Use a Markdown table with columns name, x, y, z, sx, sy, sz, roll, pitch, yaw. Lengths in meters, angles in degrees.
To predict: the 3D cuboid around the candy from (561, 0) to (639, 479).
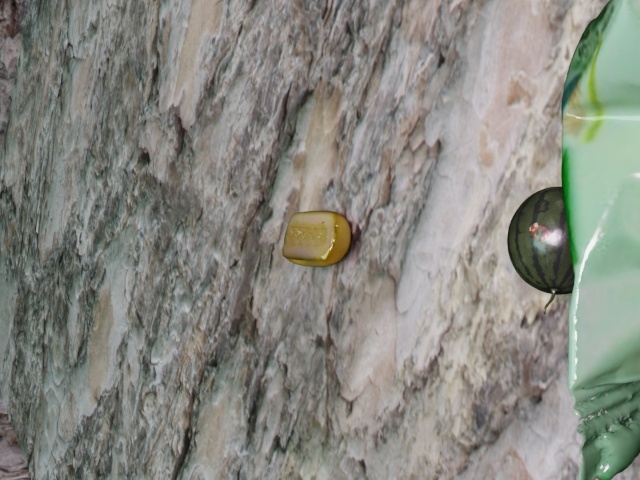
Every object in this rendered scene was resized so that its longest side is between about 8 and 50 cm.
| name | x | y | z | sx | sy | sz | roll | pitch | yaw |
| --- | --- | --- | --- | --- | --- | --- | --- | --- | --- |
| candy | 0.279 | -0.016 | 0.846 | 0.172 | 0.263 | 0.397 | 16 | 105 | 46 |

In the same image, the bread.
| name | x | y | z | sx | sy | sz | roll | pitch | yaw |
| --- | --- | --- | --- | --- | --- | --- | --- | --- | --- |
| bread | 0.000 | 0.000 | 1.457 | 0.115 | 0.056 | 0.082 | -3 | 73 | 47 |

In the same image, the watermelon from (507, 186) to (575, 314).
| name | x | y | z | sx | sy | sz | roll | pitch | yaw |
| --- | --- | --- | --- | --- | --- | --- | --- | --- | --- |
| watermelon | 0.239 | 0.012 | 1.044 | 0.105 | 0.105 | 0.133 | -10 | 64 | 56 |
